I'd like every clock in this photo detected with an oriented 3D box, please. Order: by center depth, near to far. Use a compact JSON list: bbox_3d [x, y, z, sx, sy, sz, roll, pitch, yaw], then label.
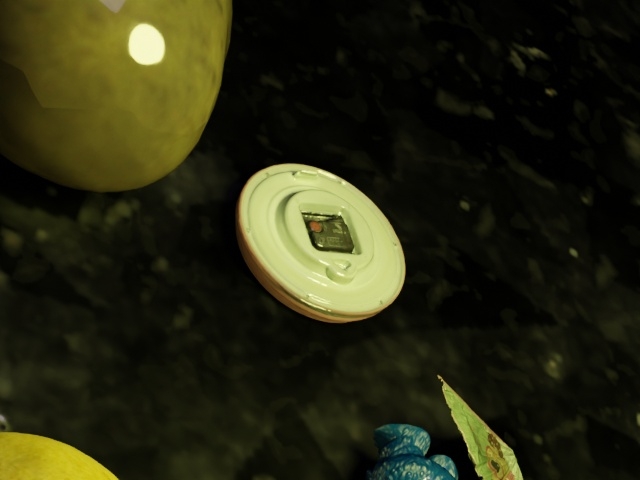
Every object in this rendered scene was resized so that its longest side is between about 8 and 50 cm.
[{"bbox_3d":[0.001,-0.001,2.131,0.244,0.056,0.244,20,46,-22],"label":"clock"}]

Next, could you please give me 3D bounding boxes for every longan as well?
[{"bbox_3d":[-0.266,-0.246,1.934,0.404,0.336,0.405,49,28,-38],"label":"longan"}]

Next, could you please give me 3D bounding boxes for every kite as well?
[{"bbox_3d":[0.214,0.299,1.981,0.323,0.013,0.268,68,19,-1],"label":"kite"}]

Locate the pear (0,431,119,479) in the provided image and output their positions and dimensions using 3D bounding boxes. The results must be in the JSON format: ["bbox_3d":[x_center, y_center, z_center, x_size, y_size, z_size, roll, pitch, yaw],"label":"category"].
[{"bbox_3d":[-0.272,0.328,1.458,0.314,0.314,0.314,20,45,-22],"label":"pear"}]

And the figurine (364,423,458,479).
[{"bbox_3d":[0.097,0.324,1.867,0.164,0.121,0.262,26,45,-21],"label":"figurine"}]
